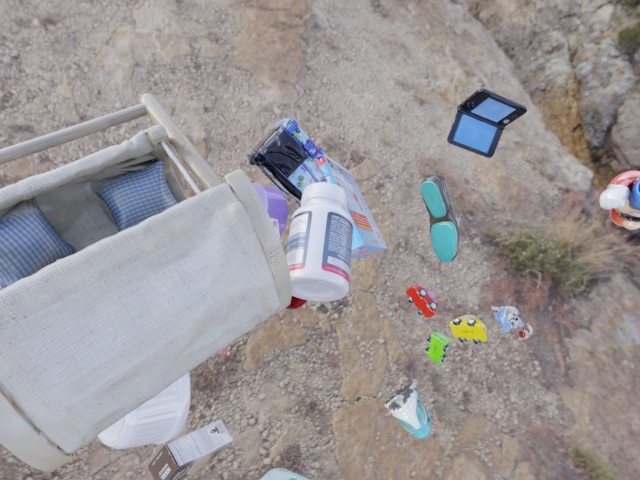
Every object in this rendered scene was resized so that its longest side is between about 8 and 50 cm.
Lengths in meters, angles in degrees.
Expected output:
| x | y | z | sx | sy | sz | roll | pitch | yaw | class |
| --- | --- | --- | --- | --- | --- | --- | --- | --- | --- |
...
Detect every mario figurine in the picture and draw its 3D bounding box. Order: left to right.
| x | y | z | sx | sy | sz | roll | pitch | yaw | class |
| --- | --- | --- | --- | --- | --- | --- | --- | --- | --- |
| 0.766 | -0.075 | 0.945 | 0.198 | 0.170 | 0.320 | 50 | 12 | 12 | mario figurine |

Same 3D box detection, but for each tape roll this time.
| x | y | z | sx | sy | sz | roll | pitch | yaw | class |
| --- | --- | --- | --- | --- | --- | --- | --- | --- | --- |
| -0.190 | -0.082 | 1.292 | 0.080 | 0.189 | 0.189 | 10 | 57 | -40 | tape roll |

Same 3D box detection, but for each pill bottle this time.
| x | y | z | sx | sy | sz | roll | pitch | yaw | class |
| --- | --- | --- | --- | --- | --- | --- | --- | --- | --- |
| 0.000 | 0.000 | 0.677 | 0.107 | 0.108 | 0.180 | 15 | 61 | -15 | pill bottle |

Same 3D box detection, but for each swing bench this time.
| x | y | z | sx | sy | sz | roll | pitch | yaw | class |
| --- | --- | --- | --- | --- | --- | --- | --- | --- | --- |
| -0.202 | 0.015 | 0.393 | 0.253 | 0.165 | 0.254 | -33 | 57 | -28 | swing bench |

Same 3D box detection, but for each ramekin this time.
| x | y | z | sx | sy | sz | roll | pitch | yaw | class |
| --- | --- | --- | --- | --- | --- | --- | --- | --- | --- |
| -0.416 | 0.324 | 0.908 | 0.127 | 0.272 | 0.273 | 3 | 59 | -50 | ramekin |

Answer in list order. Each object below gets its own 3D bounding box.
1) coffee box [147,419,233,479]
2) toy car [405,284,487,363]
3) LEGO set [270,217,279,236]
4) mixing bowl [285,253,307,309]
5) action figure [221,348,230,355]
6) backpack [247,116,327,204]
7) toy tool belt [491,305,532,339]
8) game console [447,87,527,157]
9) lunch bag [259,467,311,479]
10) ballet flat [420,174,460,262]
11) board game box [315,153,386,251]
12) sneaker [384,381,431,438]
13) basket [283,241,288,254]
| x | y | z | sx | sy | sz | roll | pitch | yaw | class |
| --- | --- | --- | --- | --- | --- | --- | --- | --- | --- |
| -0.454 | 0.752 | 1.442 | 0.098 | 0.141 | 0.246 | 46 | 22 | 26 | coffee box |
| 0.334 | 0.244 | 1.113 | 0.053 | 0.225 | 0.239 | -31 | 46 | -33 | toy car |
| -0.188 | 0.024 | 0.699 | 0.244 | 0.060 | 0.183 | 8 | 47 | -23 | LEGO set |
| -0.125 | 0.142 | 1.359 | 0.181 | 0.098 | 0.182 | 12 | 71 | -37 | mixing bowl |
| -0.397 | 0.414 | 1.593 | 0.115 | 0.038 | 0.030 | 34 | 62 | 20 | action figure |
| -0.051 | -0.153 | 0.846 | 0.173 | 0.158 | 0.117 | 42 | 88 | -18 | backpack |
| 0.395 | 0.171 | 0.853 | 0.051 | 0.052 | 0.083 | 13 | 33 | -27 | toy tool belt |
| 0.401 | -0.279 | 0.984 | 0.143 | 0.124 | 0.085 | 14 | 71 | -18 | game console |
| -0.105 | 0.744 | 1.071 | 0.223 | 0.108 | 0.279 | 10 | 9 | 24 | lunch bag |
| 0.385 | -0.074 | 1.262 | 0.096 | 0.095 | 0.281 | -34 | 115 | -43 | ballet flat |
| 0.080 | -0.096 | 1.288 | 0.302 | 0.086 | 0.308 | 66 | 18 | 12 | board game box |
| 0.241 | 0.464 | 1.105 | 0.107 | 0.275 | 0.110 | -38 | 76 | 3 | sneaker |
| -0.121 | 0.084 | 1.967 | 0.227 | 0.154 | 0.205 | -41 | 121 | -55 | basket |
